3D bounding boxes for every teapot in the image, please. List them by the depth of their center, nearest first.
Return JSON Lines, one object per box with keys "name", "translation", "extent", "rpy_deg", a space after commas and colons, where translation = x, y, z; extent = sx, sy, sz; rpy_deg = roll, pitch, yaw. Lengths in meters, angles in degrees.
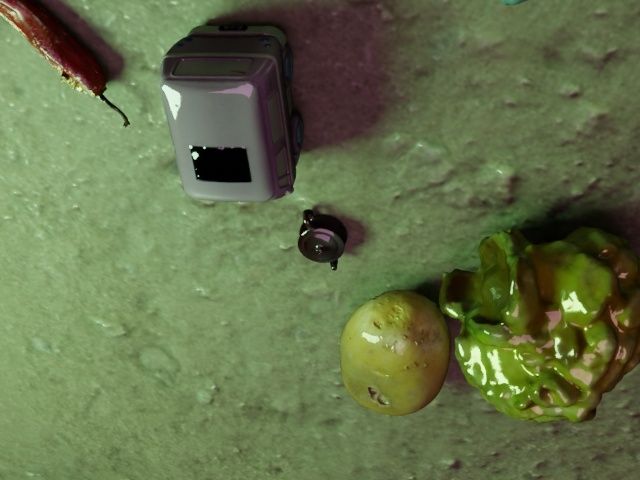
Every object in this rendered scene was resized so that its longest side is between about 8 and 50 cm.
{"name": "teapot", "translation": [0.000, 0.000, 1.169], "extent": [0.068, 0.045, 0.100], "rpy_deg": [-17, 125, 22]}

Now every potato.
{"name": "potato", "translation": [0.111, 0.165, 1.226], "extent": [0.150, 0.146, 0.234], "rpy_deg": [48, 154, 28]}

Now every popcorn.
{"name": "popcorn", "translation": [0.289, 0.102, 1.088], "extent": [0.270, 0.224, 0.258], "rpy_deg": [-2, 113, 23]}

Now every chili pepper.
{"name": "chili pepper", "translation": [-0.326, -0.239, 1.037], "extent": [0.050, 0.059, 0.268], "rpy_deg": [-46, 112, -5]}

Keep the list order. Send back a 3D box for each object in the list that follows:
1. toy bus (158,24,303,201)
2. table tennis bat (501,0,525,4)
{"name": "toy bus", "translation": [-0.103, -0.139, 1.009], "extent": [0.142, 0.142, 0.202], "rpy_deg": [1, 129, 10]}
{"name": "table tennis bat", "translation": [0.176, -0.343, 0.836], "extent": [0.153, 0.040, 0.244], "rpy_deg": [-25, 131, -1]}
